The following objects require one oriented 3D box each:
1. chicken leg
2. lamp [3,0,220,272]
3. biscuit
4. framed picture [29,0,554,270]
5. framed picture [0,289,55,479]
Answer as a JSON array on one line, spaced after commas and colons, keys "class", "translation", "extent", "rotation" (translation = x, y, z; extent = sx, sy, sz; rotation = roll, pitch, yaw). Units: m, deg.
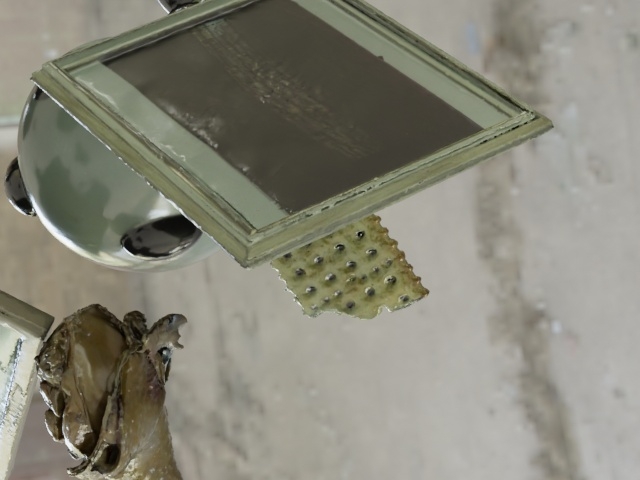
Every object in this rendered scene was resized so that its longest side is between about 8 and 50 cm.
[{"class": "chicken leg", "translation": [-0.134, 0.138, 1.368], "extent": [0.080, 0.125, 0.196], "rotation": [-2, 106, 43]}, {"class": "lamp", "translation": [-0.117, -0.090, 1.460], "extent": [0.198, 0.244, 0.197], "rotation": [31, 160, 13]}, {"class": "biscuit", "translation": [0.000, 0.000, 1.919], "extent": [0.144, 0.016, 0.203], "rotation": [-31, 94, 32]}, {"class": "framed picture", "translation": [-0.027, -0.095, 1.253], "extent": [0.293, 0.231, 0.018], "rotation": [38, 146, 46]}, {"class": "framed picture", "translation": [-0.335, 0.076, 1.492], "extent": [0.022, 0.247, 0.335], "rotation": [-64, 2, -29]}]
